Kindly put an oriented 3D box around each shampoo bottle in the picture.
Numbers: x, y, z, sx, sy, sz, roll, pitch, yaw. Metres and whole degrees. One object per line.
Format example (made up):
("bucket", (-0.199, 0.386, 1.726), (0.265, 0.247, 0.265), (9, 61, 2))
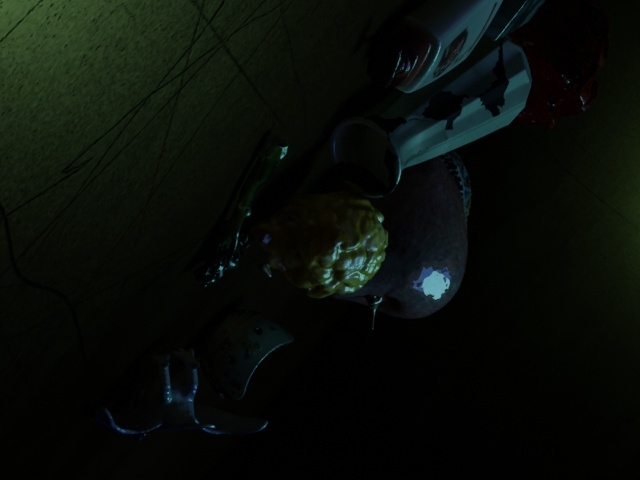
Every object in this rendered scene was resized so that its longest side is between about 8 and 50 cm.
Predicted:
("shampoo bottle", (0.132, -0.246, 1.341), (0.284, 0.071, 0.153), (-42, 169, -51))

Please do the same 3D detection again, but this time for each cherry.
("cherry", (0.108, -0.011, 1.734), (0.221, 0.261, 0.307), (-175, -78, -75))

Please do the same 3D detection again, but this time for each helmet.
("helmet", (-0.139, 0.174, 1.792), (0.153, 0.107, 0.177), (-50, -168, -17))

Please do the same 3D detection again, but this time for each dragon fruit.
("dragon fruit", (0.435, -0.329, 2.101), (0.286, 0.228, 0.329), (-46, 170, -32))

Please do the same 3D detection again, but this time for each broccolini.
("broccolini", (-0.084, -0.028, 1.278), (0.254, 0.057, 0.071), (127, -35, -47))

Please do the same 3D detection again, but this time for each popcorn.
("popcorn", (0.000, 0.000, 1.480), (0.170, 0.180, 0.180), (-47, 173, -24))

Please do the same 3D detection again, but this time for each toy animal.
("toy animal", (-0.206, 0.237, 1.523), (0.255, 0.239, 0.176), (-139, -125, -58))

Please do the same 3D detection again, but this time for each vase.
("vase", (0.160, -0.187, 1.558), (0.360, 0.165, 0.165), (-36, 166, -42))

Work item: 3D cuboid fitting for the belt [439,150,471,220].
("belt", (0.150, -0.054, 1.909), (0.257, 0.207, 0.150), (-59, 168, 12))

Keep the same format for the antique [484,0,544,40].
("antique", (0.260, -0.348, 1.516), (0.088, 0.086, 0.183), (-52, 172, 30))
